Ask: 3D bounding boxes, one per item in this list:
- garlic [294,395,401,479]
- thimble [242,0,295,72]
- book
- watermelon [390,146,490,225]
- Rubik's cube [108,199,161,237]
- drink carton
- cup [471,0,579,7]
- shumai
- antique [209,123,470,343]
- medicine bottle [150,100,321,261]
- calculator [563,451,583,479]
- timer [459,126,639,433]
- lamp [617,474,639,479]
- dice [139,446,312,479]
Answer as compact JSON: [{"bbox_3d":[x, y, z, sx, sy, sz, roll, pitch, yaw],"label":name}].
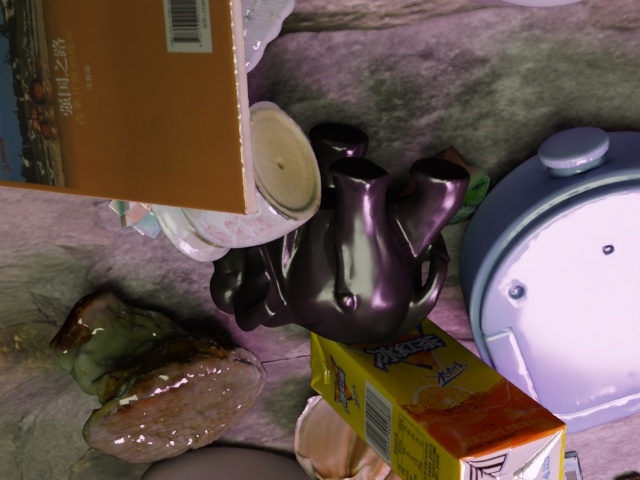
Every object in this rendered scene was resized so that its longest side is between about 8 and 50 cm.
[{"bbox_3d":[0.086,0.292,1.473,0.229,0.178,0.143,18,163,26],"label":"garlic"},{"bbox_3d":[-0.133,-0.242,1.171,0.150,0.237,0.237,34,112,-14],"label":"thimble"},{"bbox_3d":[-0.223,-0.170,1.089,0.373,0.028,0.263,8,110,35],"label":"book"},{"bbox_3d":[0.149,-0.049,1.355,0.155,0.080,0.101,-33,145,14],"label":"watermelon"},{"bbox_3d":[-0.225,-0.051,1.351,0.075,0.073,0.084,26,116,-11],"label":"Rubik's cube"},{"bbox_3d":[0.131,0.199,1.290,0.154,0.351,0.111,-11,115,-24],"label":"drink carton"},{"bbox_3d":[0.234,-0.381,1.093,0.347,0.163,0.347,-3,123,-5],"label":"cup"},{"bbox_3d":[-0.217,0.165,1.440,0.271,0.204,0.222,19,123,-46],"label":"shumai"},{"bbox_3d":[0.000,0.000,1.296,0.322,0.185,0.255,21,120,20],"label":"antique"},{"bbox_3d":[-0.094,-0.062,1.144,0.143,0.147,0.147,-21,115,33],"label":"medicine bottle"},{"bbox_3d":[0.366,0.388,1.571,0.057,0.018,0.172,-13,113,7],"label":"calculator"},{"bbox_3d":[0.353,0.030,1.307,0.394,0.173,0.395,0,120,0],"label":"timer"},{"bbox_3d":[0.470,0.369,1.550,0.083,0.031,0.063,4,114,4],"label":"lamp"},{"bbox_3d":[-0.122,0.475,1.473,0.304,0.304,0.277,8,116,-1],"label":"dice"}]
